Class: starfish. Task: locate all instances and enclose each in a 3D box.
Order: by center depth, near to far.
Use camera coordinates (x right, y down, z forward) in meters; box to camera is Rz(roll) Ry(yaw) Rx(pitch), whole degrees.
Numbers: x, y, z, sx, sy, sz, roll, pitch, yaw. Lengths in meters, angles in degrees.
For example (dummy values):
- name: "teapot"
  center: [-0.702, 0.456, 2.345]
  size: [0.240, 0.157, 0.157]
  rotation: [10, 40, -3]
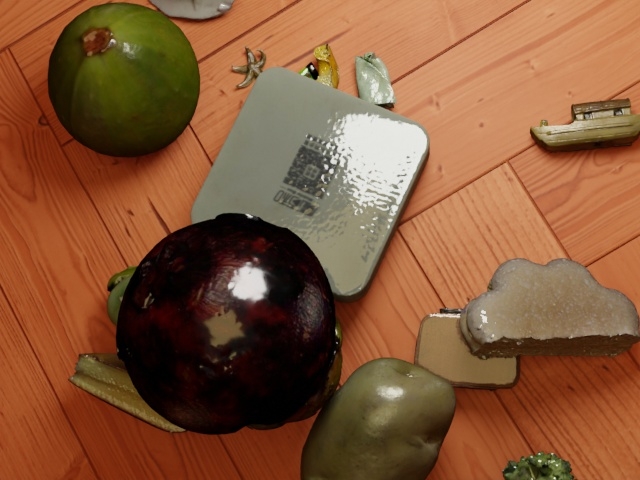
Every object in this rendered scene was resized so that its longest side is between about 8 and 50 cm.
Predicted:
- name: "starfish"
  center: [-0.140, -0.342, 1.882]
  size: [0.078, 0.028, 0.091]
  rotation: [35, 91, 16]

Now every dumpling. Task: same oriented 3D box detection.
- name: "dumpling"
  center: [-0.284, -0.573, 1.866]
  size: [0.204, 0.163, 0.293]
  rotation: [-29, 92, -2]

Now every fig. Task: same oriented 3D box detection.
- name: "fig"
  center: [-0.379, -0.314, 1.763]
  size: [0.316, 0.316, 0.316]
  rotation: [-1, 83, 7]

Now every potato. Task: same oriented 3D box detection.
- name: "potato"
  center: [0.095, 0.356, 1.656]
  size: [0.221, 0.243, 0.326]
  rotation: [29, 103, 10]

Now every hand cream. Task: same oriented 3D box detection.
- name: "hand cream"
  center: [-0.060, -0.309, 1.869]
  size: [0.122, 0.023, 0.036]
  rotation: [-32, 100, 1]

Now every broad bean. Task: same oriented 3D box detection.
- name: "broad bean"
  center: [-0.305, 0.123, 1.816]
  size: [0.228, 0.100, 0.169]
  rotation: [27, 95, -3]

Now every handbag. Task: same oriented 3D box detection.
- name: "handbag"
  center: [0.275, 0.201, 1.741]
  size: [0.193, 0.072, 0.151]
  rotation: [5, 83, 9]

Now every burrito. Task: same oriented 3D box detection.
- name: "burrito"
  center: [0.106, -0.313, 1.838]
  size: [0.074, 0.044, 0.118]
  rotation: [-10, 84, 14]

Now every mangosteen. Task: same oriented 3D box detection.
- name: "mangosteen"
  center: [-0.138, 0.141, 1.591]
  size: [0.381, 0.421, 0.381]
  rotation: [-5, 81, 31]

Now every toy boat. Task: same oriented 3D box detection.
- name: "toy boat"
  center: [0.510, -0.219, 1.769]
  size: [0.226, 0.068, 0.088]
  rotation: [-5, 77, 9]

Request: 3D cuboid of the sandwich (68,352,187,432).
- name: "sandwich"
  center: [-0.347, 0.286, 1.797]
  size: [0.258, 0.096, 0.094]
  rotation: [24, 93, 8]

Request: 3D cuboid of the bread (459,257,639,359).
- name: "bread"
  center: [0.406, 0.121, 1.685]
  size: [0.337, 0.102, 0.183]
  rotation: [2, 55, -15]

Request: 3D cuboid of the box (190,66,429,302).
- name: "box"
  center: [-0.018, -0.107, 1.778]
  size: [0.367, 0.090, 0.373]
  rotation: [24, 81, 10]

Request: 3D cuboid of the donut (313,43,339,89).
- name: "donut"
  center: [0.008, -0.340, 1.846]
  size: [0.038, 0.083, 0.067]
  rotation: [-6, 38, 25]

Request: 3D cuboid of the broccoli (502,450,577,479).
- name: "broccoli"
  center: [0.339, 0.512, 1.611]
  size: [0.259, 0.288, 0.235]
  rotation: [5, 122, 8]
